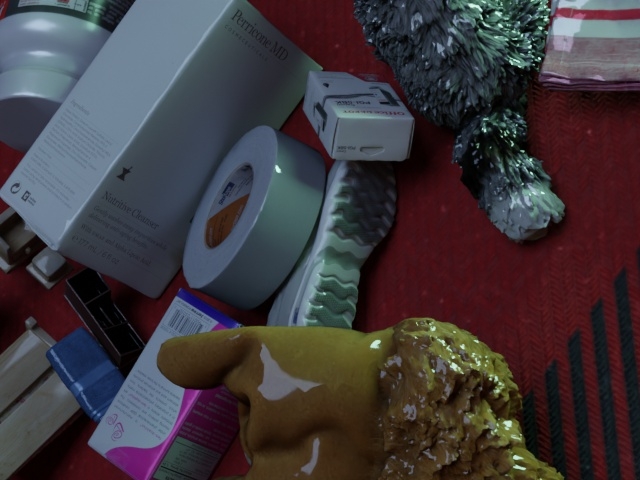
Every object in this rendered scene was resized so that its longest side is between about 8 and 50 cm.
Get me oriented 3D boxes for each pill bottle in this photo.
[{"bbox_3d":[-0.339,-0.307,2.019,0.210,0.210,0.363,-7,59,30],"label":"pill bottle"}]

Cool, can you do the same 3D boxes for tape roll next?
[{"bbox_3d":[-0.083,-0.028,1.777,0.219,0.072,0.219,-46,28,34],"label":"tape roll"}]

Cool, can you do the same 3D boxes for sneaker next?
[{"bbox_3d":[0.000,0.000,1.753,0.115,0.105,0.281,0,61,46],"label":"sneaker"}]

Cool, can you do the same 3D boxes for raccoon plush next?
[{"bbox_3d":[0.144,-0.246,1.649,0.216,0.299,0.446,-39,54,12],"label":"raccoon plush"}]

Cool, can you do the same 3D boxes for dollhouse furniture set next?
[{"bbox_3d":[-0.386,0.184,1.949,0.355,0.174,0.303,42,67,11],"label":"dollhouse furniture set"}]

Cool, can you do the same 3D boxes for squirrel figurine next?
[{"bbox_3d":[0.050,0.281,1.501,0.397,0.281,0.370,-11,70,31],"label":"squirrel figurine"}]

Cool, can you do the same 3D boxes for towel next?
[{"bbox_3d":[-0.291,0.172,1.856,0.067,0.029,0.119,-33,75,-22],"label":"towel"},{"bbox_3d":[0.367,-0.325,1.614,0.237,0.037,0.329,3,81,37],"label":"towel"}]

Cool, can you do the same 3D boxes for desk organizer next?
[{"bbox_3d":[-0.276,0.098,1.881,0.047,0.050,0.130,-32,74,-22],"label":"desk organizer"}]

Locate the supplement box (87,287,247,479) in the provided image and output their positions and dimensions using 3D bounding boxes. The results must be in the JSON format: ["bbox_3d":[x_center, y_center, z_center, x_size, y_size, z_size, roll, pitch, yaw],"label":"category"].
[{"bbox_3d":[-0.162,0.189,1.767,0.111,0.114,0.220,29,85,37],"label":"supplement box"}]

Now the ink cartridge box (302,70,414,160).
[{"bbox_3d":[0.045,-0.150,1.745,0.135,0.099,0.056,-118,33,-56],"label":"ink cartridge box"}]

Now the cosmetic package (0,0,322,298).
[{"bbox_3d":[-0.201,-0.143,1.878,0.156,0.217,0.385,38,94,38],"label":"cosmetic package"}]
